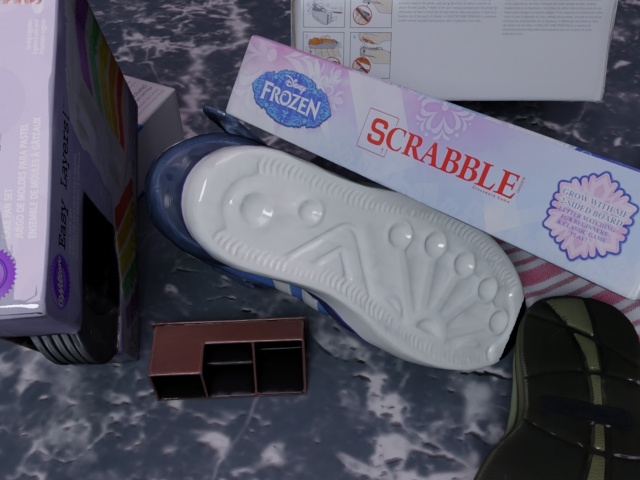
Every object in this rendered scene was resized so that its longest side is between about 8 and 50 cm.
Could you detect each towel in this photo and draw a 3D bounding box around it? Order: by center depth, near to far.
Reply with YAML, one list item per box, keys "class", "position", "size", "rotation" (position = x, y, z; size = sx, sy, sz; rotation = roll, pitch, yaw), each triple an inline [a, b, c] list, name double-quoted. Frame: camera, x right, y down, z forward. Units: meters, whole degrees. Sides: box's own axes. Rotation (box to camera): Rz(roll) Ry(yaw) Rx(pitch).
- class: "towel"
  position: [0.252, 0.039, 0.660]
  size: [0.144, 0.029, 0.197]
  rotation: [-24, 51, -19]

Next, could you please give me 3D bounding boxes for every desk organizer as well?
- class: "desk organizer"
  position: [-0.076, 0.100, 0.600]
  size: [0.130, 0.047, 0.050]
  rotation: [-3, 49, -1]

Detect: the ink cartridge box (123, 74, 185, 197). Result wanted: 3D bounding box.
- class: "ink cartridge box"
  position: [-0.276, -0.118, 0.780]
  size: [0.203, 0.086, 0.148]
  rotation: [17, 50, 15]

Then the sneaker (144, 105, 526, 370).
- class: "sneaker"
  position: [-0.001, 0.000, 0.638]
  size: [0.322, 0.130, 0.236]
  rotation: [24, -2, -24]

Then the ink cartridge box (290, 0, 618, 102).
- class: "ink cartridge box"
  position: [0.124, -0.244, 0.797]
  size: [0.309, 0.130, 0.272]
  rotation: [0, 23, -1]

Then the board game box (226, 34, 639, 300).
- class: "board game box"
  position: [0.146, -0.050, 0.554]
  size: [0.318, 0.066, 0.318]
  rotation: [29, 13, 35]

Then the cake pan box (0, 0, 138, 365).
- class: "cake pan box"
  position: [-0.196, -0.039, 0.543]
  size: [0.070, 0.246, 0.267]
  rotation: [-4, 73, -1]

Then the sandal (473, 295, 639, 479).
- class: "sandal"
  position: [0.177, 0.163, 0.512]
  size: [0.120, 0.086, 0.303]
  rotation: [16, 42, 17]
